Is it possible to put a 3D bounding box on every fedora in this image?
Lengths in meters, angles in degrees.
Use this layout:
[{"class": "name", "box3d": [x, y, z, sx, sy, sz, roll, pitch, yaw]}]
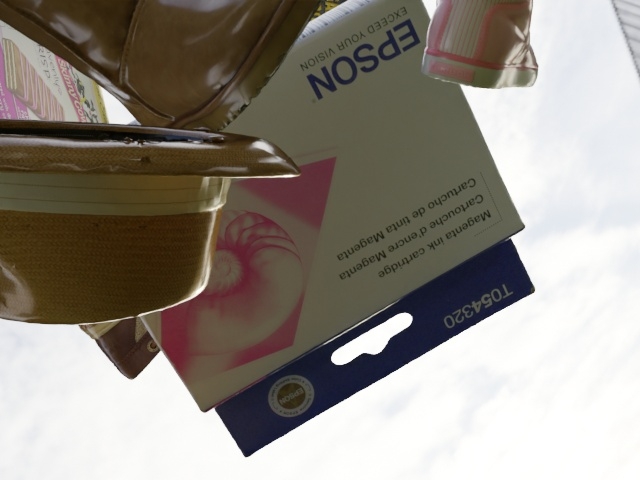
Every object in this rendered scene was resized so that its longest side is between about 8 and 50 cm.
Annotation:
[{"class": "fedora", "box3d": [-0.106, -0.010, 0.416, 0.194, 0.194, 0.079, -5, -78, -45]}]

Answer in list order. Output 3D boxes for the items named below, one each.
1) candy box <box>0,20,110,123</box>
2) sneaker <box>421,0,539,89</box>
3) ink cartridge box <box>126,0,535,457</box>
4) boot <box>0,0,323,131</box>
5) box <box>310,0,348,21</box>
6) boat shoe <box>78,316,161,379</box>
[{"class": "candy box", "box3d": [-0.282, -0.129, 0.899, 0.233, 0.071, 0.159, -17, -86, -76]}, {"class": "sneaker", "box3d": [0.086, -0.114, 0.482, 0.134, 0.051, 0.070, -28, -51, -68]}, {"class": "ink cartridge box", "box3d": [0.000, 0.000, 0.825, 0.324, 0.071, 0.330, -30, -70, -2]}, {"class": "boot", "box3d": [-0.152, -0.168, 0.571, 0.269, 0.236, 0.089, 36, -120, -16]}, {"class": "box", "box3d": [0.026, -0.258, 1.400, 0.056, 0.183, 0.231, -44, -41, -64]}, {"class": "boat shoe", "box3d": [-0.127, 0.038, 1.176, 0.342, 0.123, 0.123, -39, -85, -28]}]
